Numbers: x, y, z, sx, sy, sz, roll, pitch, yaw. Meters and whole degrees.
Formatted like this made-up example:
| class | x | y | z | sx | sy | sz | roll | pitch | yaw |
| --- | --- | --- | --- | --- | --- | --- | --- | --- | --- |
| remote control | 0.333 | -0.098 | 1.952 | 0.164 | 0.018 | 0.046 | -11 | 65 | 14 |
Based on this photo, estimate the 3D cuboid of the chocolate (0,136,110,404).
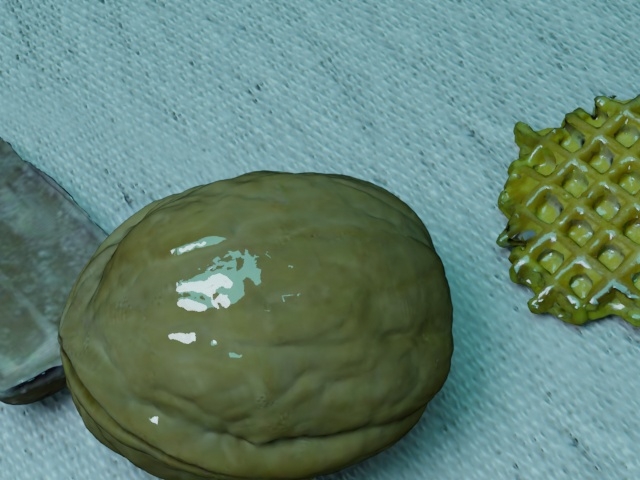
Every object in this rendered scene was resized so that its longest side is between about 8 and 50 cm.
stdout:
| class | x | y | z | sx | sy | sz | roll | pitch | yaw |
| --- | --- | --- | --- | --- | --- | --- | --- | --- | --- |
| chocolate | -0.304 | 0.031 | 1.123 | 0.185 | 0.100 | 0.303 | -37 | 62 | -24 |

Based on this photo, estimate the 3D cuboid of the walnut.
| class | x | y | z | sx | sy | sz | roll | pitch | yaw |
| --- | --- | --- | --- | --- | --- | --- | --- | --- | --- |
| walnut | -0.053 | 0.072 | 0.941 | 0.313 | 0.277 | 0.252 | -5 | 90 | -23 |

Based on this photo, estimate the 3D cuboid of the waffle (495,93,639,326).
| class | x | y | z | sx | sy | sz | roll | pitch | yaw |
| --- | --- | --- | --- | --- | --- | --- | --- | --- | --- |
| waffle | 0.286 | -0.032 | 1.079 | 0.245 | 0.052 | 0.254 | 0 | 61 | 12 |
